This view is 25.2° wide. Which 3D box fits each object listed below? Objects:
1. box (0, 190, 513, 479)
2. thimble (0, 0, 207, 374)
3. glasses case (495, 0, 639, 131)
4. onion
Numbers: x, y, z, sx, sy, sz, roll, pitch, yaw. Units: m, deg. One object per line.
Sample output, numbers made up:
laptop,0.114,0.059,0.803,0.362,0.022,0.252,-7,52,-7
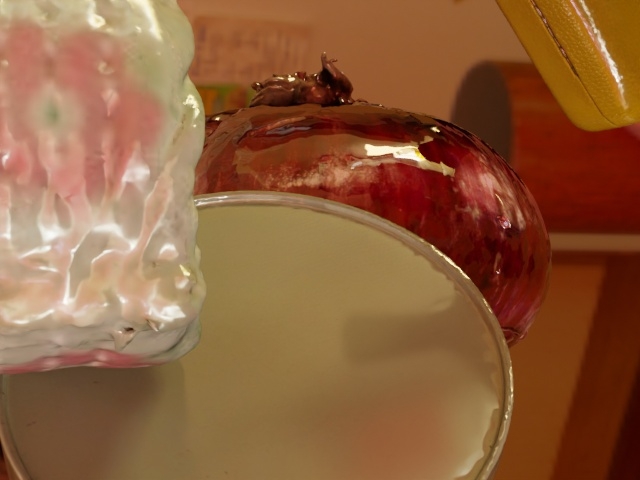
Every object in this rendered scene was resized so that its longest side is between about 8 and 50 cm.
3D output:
box,-0.030,0.106,0.673,0.149,0.226,0.226,92,166,-45
thimble,-0.125,-0.030,0.563,0.211,0.149,0.185,-115,26,-55
glasses case,0.315,-0.316,1.732,0.141,0.173,0.371,-14,116,49
onion,0.000,0.000,0.953,0.314,0.314,0.232,139,132,-65
